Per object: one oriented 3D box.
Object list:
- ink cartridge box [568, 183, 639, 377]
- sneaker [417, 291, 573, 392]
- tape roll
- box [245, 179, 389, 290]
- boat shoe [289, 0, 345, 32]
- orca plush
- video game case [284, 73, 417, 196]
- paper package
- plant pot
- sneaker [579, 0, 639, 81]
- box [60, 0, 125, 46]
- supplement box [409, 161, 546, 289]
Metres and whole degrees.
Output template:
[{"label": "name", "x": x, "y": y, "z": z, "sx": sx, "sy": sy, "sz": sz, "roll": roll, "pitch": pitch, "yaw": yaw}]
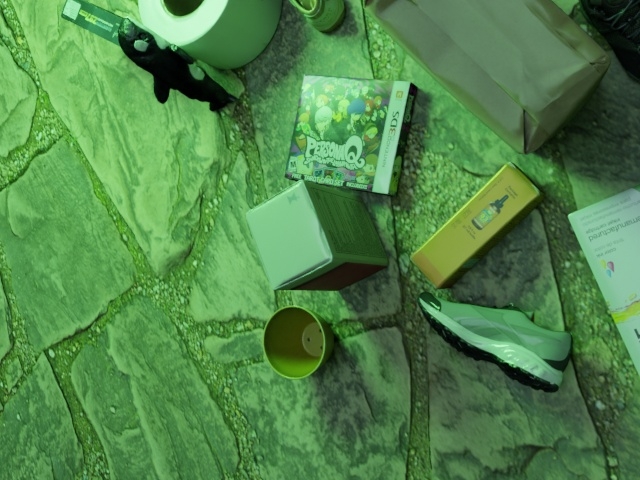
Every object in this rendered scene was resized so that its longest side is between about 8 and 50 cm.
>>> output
[{"label": "ink cartridge box", "x": 0.513, "y": 0.053, "z": 0.987, "sx": 0.201, "sy": 0.117, "sz": 0.278, "roll": -26, "pitch": 75, "yaw": 26}, {"label": "sneaker", "x": 0.282, "y": 0.146, "z": 1.137, "sx": 0.272, "sy": 0.100, "sz": 0.108, "roll": 25, "pitch": 75, "yaw": 32}, {"label": "tape roll", "x": -0.225, "y": -0.492, "z": 1.414, "sx": 0.246, "sy": 0.169, "sz": 0.246, "roll": -2, "pitch": 85, "yaw": 29}, {"label": "box", "x": 0.000, "y": 0.000, "z": 1.215, "sx": 0.127, "sy": 0.232, "sz": 0.148, "roll": -28, "pitch": 73, "yaw": 24}, {"label": "boat shoe", "x": -0.048, "y": -0.540, "z": 1.362, "sx": 0.105, "sy": 0.089, "sz": 0.285, "roll": -40, "pitch": 68, "yaw": 22}, {"label": "orca plush", "x": -0.298, "y": -0.317, "z": 1.374, "sx": 0.151, "sy": 0.287, "sz": 0.102, "roll": 29, "pitch": 87, "yaw": 30}, {"label": "video game case", "x": 0.053, "y": -0.202, "z": 1.309, "sx": 0.232, "sy": 0.042, "sz": 0.210, "roll": 13, "pitch": 91, "yaw": 30}, {"label": "paper package", "x": 0.251, "y": -0.281, "z": 1.007, "sx": 0.309, "sy": 0.325, "sz": 0.168, "roll": 46, "pitch": 108, "yaw": 7}, {"label": "plant pot", "x": -0.027, "y": 0.189, "z": 1.296, "sx": 0.134, "sy": 0.095, "sz": 0.134, "roll": -3, "pitch": 85, "yaw": 30}, {"label": "sneaker", "x": 0.467, "y": -0.319, "z": 1.034, "sx": 0.087, "sy": 0.130, "sz": 0.227, "roll": -40, "pitch": 71, "yaw": 23}, {"label": "box", "x": -0.422, "y": -0.451, "z": 1.514, "sx": 0.233, "sy": 0.183, "sz": 0.059, "roll": 31, "pitch": 102, "yaw": 27}, {"label": "supplement box", "x": 0.264, "y": -0.021, "z": 1.158, "sx": 0.233, "sy": 0.080, "sz": 0.078, "roll": -46, "pitch": 67, "yaw": 21}]
